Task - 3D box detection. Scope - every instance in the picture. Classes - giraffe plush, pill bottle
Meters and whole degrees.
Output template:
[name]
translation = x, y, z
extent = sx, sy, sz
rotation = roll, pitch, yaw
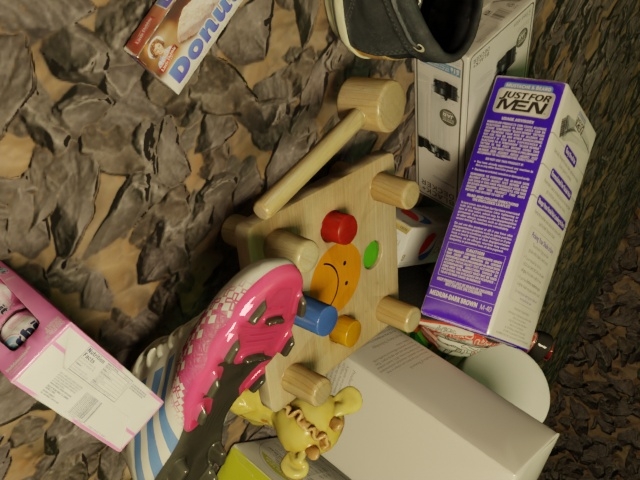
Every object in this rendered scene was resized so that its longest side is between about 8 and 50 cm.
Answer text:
[giraffe plush]
translation = -0.033, 0.217, 0.952
extent = 0.210, 0.170, 0.181
rotation = 6, 112, -58
[pill bottle]
translation = 0.285, 0.343, 1.400
extent = 0.204, 0.204, 0.361
rotation = -40, 167, -29

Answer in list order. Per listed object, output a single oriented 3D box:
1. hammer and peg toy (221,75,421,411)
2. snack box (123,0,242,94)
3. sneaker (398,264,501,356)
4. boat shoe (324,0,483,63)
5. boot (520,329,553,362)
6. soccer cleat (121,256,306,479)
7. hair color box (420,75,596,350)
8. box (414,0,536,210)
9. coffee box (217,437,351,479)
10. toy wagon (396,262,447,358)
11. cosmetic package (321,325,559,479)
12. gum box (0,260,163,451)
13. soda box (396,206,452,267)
[hammer and peg toy]
translation = 0.000, 0.000, 0.840
extent = 0.266, 0.127, 0.361
rotation = -32, 128, -39
[snack box]
translation = -0.096, -0.217, 0.615
extent = 0.178, 0.022, 0.064
rotation = -57, 151, -4
[sneaker]
translation = 0.170, 0.116, 1.155
extent = 0.145, 0.270, 0.090
rotation = 124, -17, -63
[boat shoe]
translation = 0.079, -0.369, 0.612
extent = 0.187, 0.156, 0.500
rotation = -40, 144, -26
[boot]
translation = 0.378, 0.204, 1.480
extent = 0.088, 0.176, 0.244
rotation = -64, -177, -12
[soccer cleat]
translation = -0.135, 0.131, 0.733
extent = 0.116, 0.143, 0.331
rotation = -7, 132, -52
[hair color box]
translation = 0.267, -0.032, 0.986
extent = 0.185, 0.110, 0.339
rotation = 25, 84, -55
[box]
translation = 0.218, -0.199, 1.036
extent = 0.169, 0.087, 0.290
rotation = -44, 146, -25
[coffee box]
translation = -0.005, 0.538, 1.116
extent = 0.334, 0.338, 0.338
rotation = 16, 103, -58
[toy wagon]
translation = 0.215, 0.173, 1.385
extent = 0.267, 0.068, 0.344
rotation = -39, 144, -31
[cosmetic package]
translation = 0.136, 0.284, 1.069
extent = 0.155, 0.365, 0.197
rotation = -16, 130, -49
[gum box]
translation = -0.228, 0.103, 0.622
extent = 0.062, 0.107, 0.188
rotation = -49, 149, -18
[soda box]
translation = 0.154, -0.009, 1.124
extent = 0.216, 0.074, 0.069
rotation = -5, 122, -55
